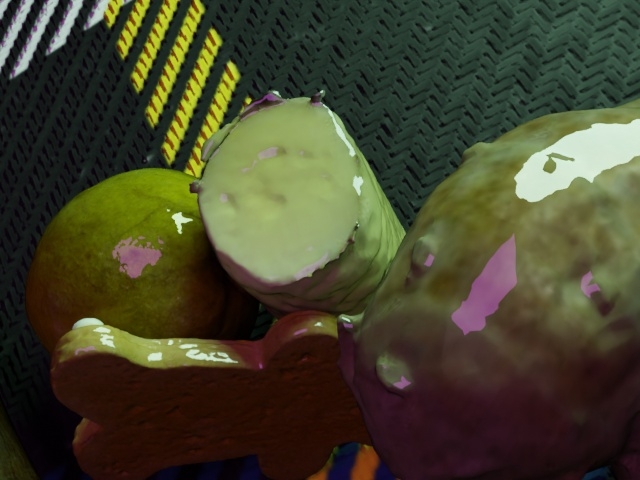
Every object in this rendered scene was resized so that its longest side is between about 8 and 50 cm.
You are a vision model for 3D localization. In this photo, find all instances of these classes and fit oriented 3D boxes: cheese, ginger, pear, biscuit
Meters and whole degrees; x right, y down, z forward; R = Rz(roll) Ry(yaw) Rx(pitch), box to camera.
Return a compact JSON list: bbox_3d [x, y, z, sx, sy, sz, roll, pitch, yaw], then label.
[{"bbox_3d":[0.000,0.000,0.508,0.094,0.167,0.123,-23,64,8],"label":"cheese"},{"bbox_3d":[0.177,0.067,0.396,0.304,0.155,0.244,36,68,10],"label":"ginger"},{"bbox_3d":[-0.110,0.029,0.547,0.162,0.149,0.148,-19,60,43],"label":"pear"},{"bbox_3d":[-0.029,0.090,0.490,0.240,0.158,0.035,0,48,-12],"label":"biscuit"}]

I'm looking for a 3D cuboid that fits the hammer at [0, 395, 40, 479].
[{"bbox_3d":[-0.230,0.108,0.547,0.095,0.242,0.409,-47,46,4],"label":"hammer"}]
